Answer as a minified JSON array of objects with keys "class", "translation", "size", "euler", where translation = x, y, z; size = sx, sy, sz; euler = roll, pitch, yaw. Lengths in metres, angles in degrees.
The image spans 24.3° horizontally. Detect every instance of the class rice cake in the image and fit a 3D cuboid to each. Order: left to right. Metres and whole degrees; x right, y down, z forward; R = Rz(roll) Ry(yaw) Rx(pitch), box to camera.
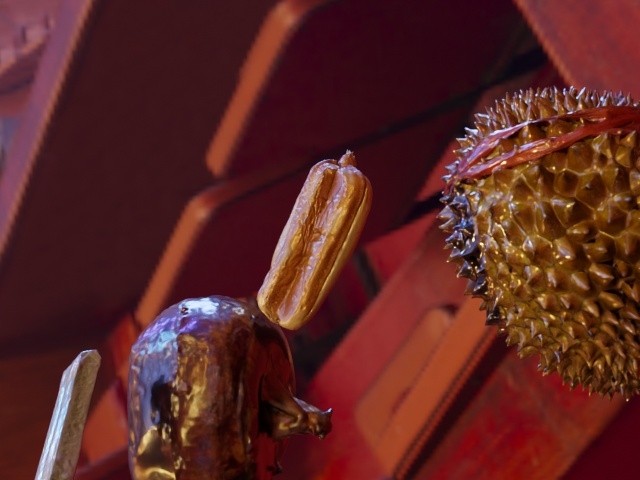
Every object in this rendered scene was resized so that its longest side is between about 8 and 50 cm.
[{"class":"rice cake","translation":[-0.340,0.255,1.982],"size":[0.085,0.040,0.226],"euler":[-46,29,50]}]

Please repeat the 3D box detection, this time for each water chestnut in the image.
[{"class":"water chestnut","translation":[-0.128,0.253,2.190],"size":[0.350,0.302,0.350],"euler":[0,-90,-79]}]

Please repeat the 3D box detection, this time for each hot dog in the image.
[{"class":"hot dog","translation":[0.000,0.000,1.944],"size":[0.102,0.076,0.249],"euler":[23,91,28]}]

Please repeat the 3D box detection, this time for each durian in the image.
[{"class":"durian","translation":[0.303,-0.008,1.716],"size":[0.384,0.348,0.347],"euler":[49,139,25]}]
